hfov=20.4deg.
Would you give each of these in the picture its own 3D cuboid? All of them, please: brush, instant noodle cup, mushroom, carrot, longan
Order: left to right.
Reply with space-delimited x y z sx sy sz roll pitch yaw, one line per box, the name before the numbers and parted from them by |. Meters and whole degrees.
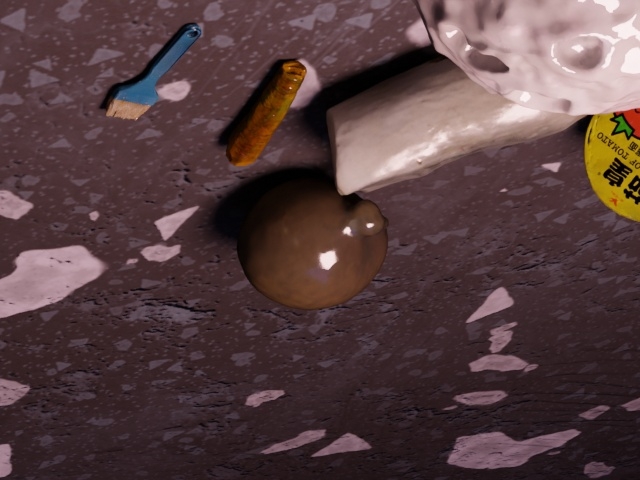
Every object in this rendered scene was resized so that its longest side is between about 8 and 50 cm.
brush | -0.173 -0.177 1.878 0.051 0.014 0.164 6 146 -39
carrot | -0.061 -0.141 1.982 0.042 0.042 0.171 0 148 -28
longan | 0.000 0.000 2.145 0.185 0.159 0.204 3 159 -42
mushroom | 0.196 -0.160 1.996 0.397 0.126 0.177 -21 173 12
instant noodle cup | 0.435 -0.103 2.193 0.182 0.182 0.144 -29 160 24

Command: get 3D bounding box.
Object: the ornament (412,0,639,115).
ornament | 0.219 -0.271 1.557 0.337 0.337 0.337 -13 153 -6
